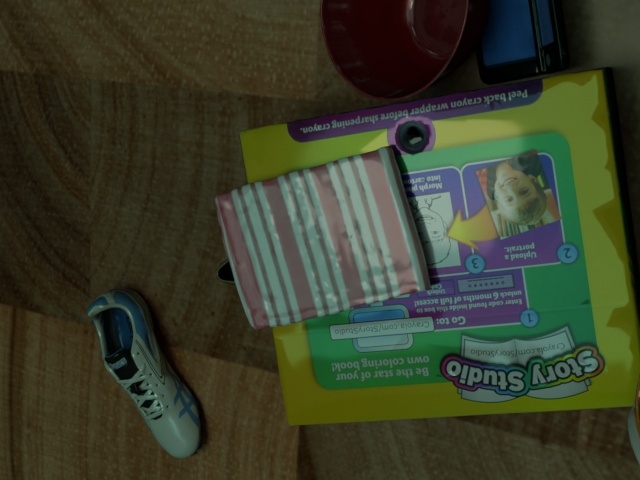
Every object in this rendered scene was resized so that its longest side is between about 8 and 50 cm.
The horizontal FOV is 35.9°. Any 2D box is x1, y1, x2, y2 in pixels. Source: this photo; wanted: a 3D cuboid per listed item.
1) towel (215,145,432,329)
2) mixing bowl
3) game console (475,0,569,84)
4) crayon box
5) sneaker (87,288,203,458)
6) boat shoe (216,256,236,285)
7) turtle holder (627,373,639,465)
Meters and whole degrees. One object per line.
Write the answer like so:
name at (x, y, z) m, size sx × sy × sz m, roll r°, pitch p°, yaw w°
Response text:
towel at (0.000, 0.000, 0.958) m, size 0.197 × 0.029 × 0.144 m, roll -14°, pitch 94°, yaw 21°
mixing bowl at (0.097, -0.230, 0.972) m, size 0.181 × 0.098 × 0.181 m, roll 9°, pitch 103°, yaw 42°
game console at (0.188, -0.218, 0.952) m, size 0.071 × 0.107 × 0.122 m, roll -10°, pitch 96°, yaw 2°
crayon box at (0.124, 0.014, 0.985) m, size 0.363 × 0.106 × 0.313 m, roll -7°, pitch 98°, yaw 21°
sneaker at (-0.228, 0.174, 1.258) m, size 0.085 × 0.086 × 0.237 m, roll -29°, pitch 86°, yaw 29°
boat shoe at (-0.040, 0.019, 1.128) m, size 0.183 × 0.066 × 0.066 m, roll -24°, pitch 88°, yaw 31°
turtle holder at (0.409, 0.148, 0.826) m, size 0.227 × 0.320 × 0.243 m, roll -43°, pitch 46°, yaw 28°
